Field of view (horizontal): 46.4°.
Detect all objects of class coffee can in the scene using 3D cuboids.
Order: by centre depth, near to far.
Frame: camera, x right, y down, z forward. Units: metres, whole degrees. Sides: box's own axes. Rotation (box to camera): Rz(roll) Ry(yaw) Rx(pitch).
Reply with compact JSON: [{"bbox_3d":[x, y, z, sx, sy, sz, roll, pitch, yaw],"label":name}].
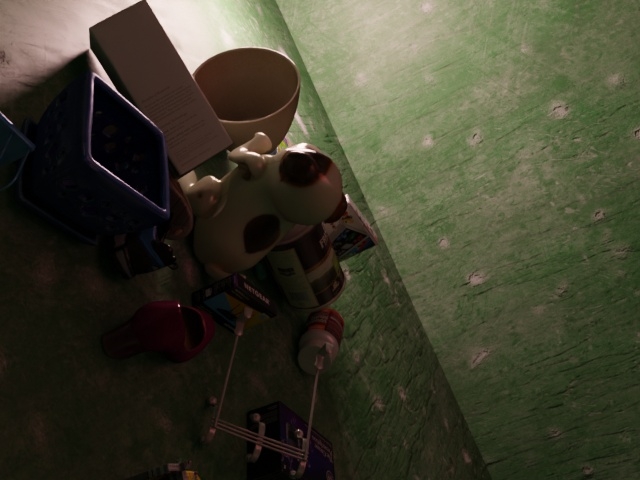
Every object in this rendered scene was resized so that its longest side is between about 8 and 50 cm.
[{"bbox_3d":[-0.059,0.045,2.180,0.202,0.201,0.275,-91,164,-49],"label":"coffee can"}]

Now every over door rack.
[{"bbox_3d":[-0.119,0.348,1.684,0.239,0.108,0.324,25,54,-15],"label":"over door rack"}]

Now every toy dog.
[{"bbox_3d":[-0.140,-0.105,1.897,0.285,0.407,0.396,52,23,-33],"label":"toy dog"}]

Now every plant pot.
[{"bbox_3d":[-0.442,-0.138,1.425,0.236,0.212,0.236,43,30,-50],"label":"plant pot"}]

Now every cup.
[{"bbox_3d":[-0.214,-0.387,2.262,0.237,0.330,0.331,83,-2,-52],"label":"cup"}]

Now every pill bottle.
[{"bbox_3d":[0.000,0.300,2.238,0.121,0.121,0.221,60,19,-16],"label":"pill bottle"}]

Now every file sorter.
[{"bbox_3d":[-0.583,-0.158,1.221,0.170,0.118,0.105,51,28,-38],"label":"file sorter"}]

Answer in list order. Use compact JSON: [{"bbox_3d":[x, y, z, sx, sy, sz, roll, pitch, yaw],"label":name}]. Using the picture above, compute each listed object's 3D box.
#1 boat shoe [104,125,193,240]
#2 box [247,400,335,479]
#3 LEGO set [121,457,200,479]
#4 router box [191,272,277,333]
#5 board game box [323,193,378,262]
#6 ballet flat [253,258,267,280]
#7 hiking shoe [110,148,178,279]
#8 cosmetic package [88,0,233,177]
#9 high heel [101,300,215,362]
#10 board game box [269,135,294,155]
[{"bbox_3d":[-0.397,-0.144,1.730,0.325,0.123,0.116,63,2,0],"label":"boat shoe"},{"bbox_3d":[-0.067,0.535,1.810,0.261,0.103,0.184,49,28,-41],"label":"box"},{"bbox_3d":[-0.228,0.511,1.251,0.255,0.192,0.332,39,32,-53],"label":"LEGO set"},{"bbox_3d":[-0.208,0.156,1.827,0.179,0.133,0.046,43,29,-48],"label":"router box"},{"bbox_3d":[0.000,0.000,2.313,0.193,0.305,0.053,53,20,-35],"label":"board game box"},{"bbox_3d":[-0.183,0.065,2.167,0.041,0.041,0.114,22,48,-64],"label":"ballet flat"},{"bbox_3d":[-0.377,-0.062,1.595,0.113,0.132,0.304,93,-13,-67],"label":"hiking shoe"},{"bbox_3d":[-0.383,-0.348,1.778,0.385,0.156,0.217,57,-13,-8],"label":"cosmetic package"},{"bbox_3d":[-0.271,0.178,1.554,0.127,0.181,0.377,68,19,5],"label":"high heel"},{"bbox_3d":[-0.160,-0.218,2.393,0.142,0.144,0.275,53,23,-34],"label":"board game box"}]
